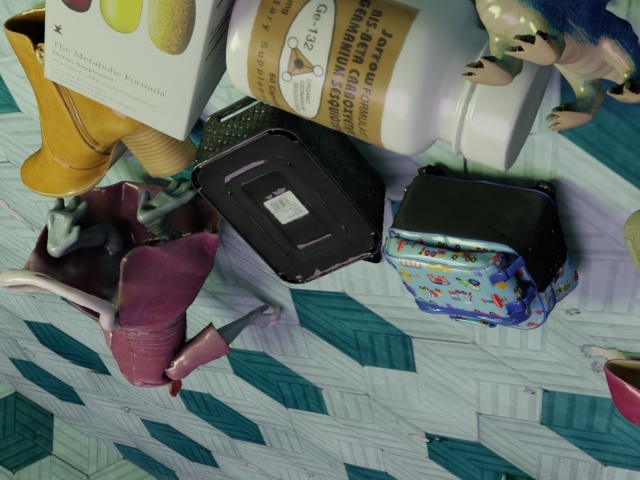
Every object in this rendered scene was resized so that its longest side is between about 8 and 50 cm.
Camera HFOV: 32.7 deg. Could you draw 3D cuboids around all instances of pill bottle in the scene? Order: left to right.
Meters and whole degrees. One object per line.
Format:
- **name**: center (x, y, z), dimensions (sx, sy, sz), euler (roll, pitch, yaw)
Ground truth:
- **pill bottle**: center (0.054, -0.139, 0.843), dimensions (0.229, 0.131, 0.131), euler (22, 152, 15)

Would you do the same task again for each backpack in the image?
- **backpack**: center (0.159, 0.025, 1.041), dimensions (0.158, 0.117, 0.173), euler (11, 150, 35)

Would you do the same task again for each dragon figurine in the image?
- **dragon figurine**: center (0.174, -0.159, 0.739), dimensions (0.289, 0.144, 0.085), euler (20, 157, -25)

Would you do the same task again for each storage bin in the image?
- **storage bin**: center (-0.028, -0.055, 1.074), dimensions (0.122, 0.084, 0.180), euler (-24, 127, 26)

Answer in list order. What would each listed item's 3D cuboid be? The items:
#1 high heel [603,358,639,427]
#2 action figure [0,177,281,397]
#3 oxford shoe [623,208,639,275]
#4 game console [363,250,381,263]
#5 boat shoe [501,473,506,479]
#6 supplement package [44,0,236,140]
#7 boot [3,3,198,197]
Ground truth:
- **high heel**: center (0.398, 0.154, 1.084), dimensions (0.117, 0.082, 0.244), euler (49, 153, -15)
- **action figure**: center (-0.213, 0.099, 1.396), dimensions (0.248, 0.276, 0.370), euler (15, 136, 16)
- **oxford shoe**: center (0.404, 0.108, 0.937), dimensions (0.397, 0.140, 0.146), euler (53, 169, -20)
- **game console**: center (0.000, 0.000, 1.209), dimensions (0.071, 0.107, 0.122), euler (48, 164, 32)
- **boat shoe**: center (0.289, 0.418, 1.566), dimensions (0.367, 0.136, 0.156), euler (-8, 135, 47)
- **supplement package**: center (-0.125, -0.218, 0.854), dimensions (0.139, 0.134, 0.244), euler (24, 149, 0)
- **boot**: center (-0.284, -0.157, 1.205), dimensions (0.295, 0.104, 0.211), euler (-3, 133, 40)
